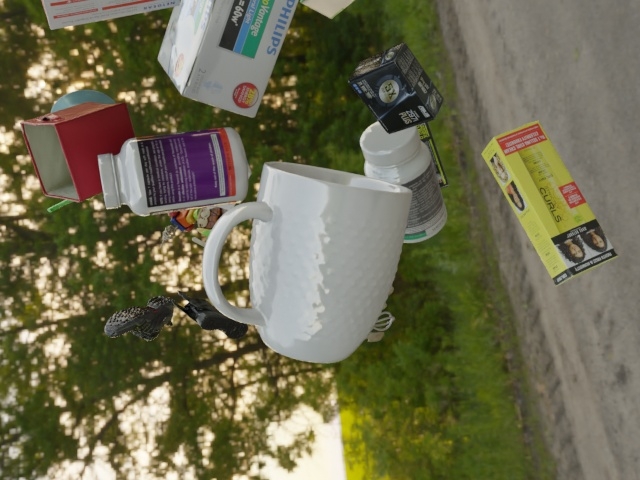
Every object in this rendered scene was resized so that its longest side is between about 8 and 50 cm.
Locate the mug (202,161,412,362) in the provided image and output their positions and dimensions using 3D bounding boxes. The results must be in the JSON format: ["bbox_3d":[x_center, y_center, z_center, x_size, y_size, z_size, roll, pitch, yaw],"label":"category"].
[{"bbox_3d":[-0.037,0.040,1.234,0.276,0.374,0.328,25,107,53],"label":"mug"}]

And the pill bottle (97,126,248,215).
[{"bbox_3d":[-0.338,-0.157,1.583,0.181,0.323,0.181,171,90,-74],"label":"pill bottle"}]

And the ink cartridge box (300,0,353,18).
[{"bbox_3d":[0.067,-0.840,2.031,0.211,0.121,0.289,0,69,70],"label":"ink cartridge box"}]

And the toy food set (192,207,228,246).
[{"bbox_3d":[-0.321,-0.068,2.075,0.038,0.132,0.192,24,-92,-64],"label":"toy food set"}]

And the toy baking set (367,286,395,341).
[{"bbox_3d":[0.111,0.207,1.773,0.030,0.197,0.256,49,153,42],"label":"toy baking set"}]

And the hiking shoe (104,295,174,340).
[{"bbox_3d":[-0.500,0.242,1.929,0.227,0.086,0.114,-23,-61,-45],"label":"hiking shoe"}]

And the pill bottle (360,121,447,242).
[{"bbox_3d":[0.252,-0.182,2.085,0.204,0.204,0.361,-96,-14,-48],"label":"pill bottle"}]

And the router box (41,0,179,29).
[{"bbox_3d":[-0.500,-0.644,1.611,0.301,0.335,0.082,129,122,-69],"label":"router box"}]

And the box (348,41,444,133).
[{"bbox_3d":[0.180,-0.357,1.629,0.180,0.147,0.077,48,-128,-28],"label":"box"}]

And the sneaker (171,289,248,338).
[{"bbox_3d":[-0.235,0.160,1.476,0.089,0.051,0.170,37,-172,40],"label":"sneaker"}]

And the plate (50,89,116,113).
[{"bbox_3d":[-0.668,-0.348,1.949,0.188,0.188,0.024,85,164,-54],"label":"plate"}]

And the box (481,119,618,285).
[{"bbox_3d":[0.333,-0.056,1.004,0.058,0.087,0.232,107,141,-70],"label":"box"}]

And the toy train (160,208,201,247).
[{"bbox_3d":[-0.452,-0.077,2.372,0.105,0.143,0.248,47,-129,-35],"label":"toy train"}]

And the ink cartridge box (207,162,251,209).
[{"bbox_3d":[-0.259,-0.154,1.809,0.143,0.090,0.092,-59,29,23],"label":"ink cartridge box"}]

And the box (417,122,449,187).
[{"bbox_3d":[0.313,-0.285,2.431,0.060,0.216,0.270,-15,-95,-79],"label":"box"}]

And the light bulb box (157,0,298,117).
[{"bbox_3d":[-0.275,-0.591,1.940,0.358,0.225,0.361,-67,32,19],"label":"light bulb box"}]

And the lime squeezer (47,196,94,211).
[{"bbox_3d":[-0.789,-0.183,2.366,0.059,0.110,0.310,55,-130,-16],"label":"lime squeezer"}]

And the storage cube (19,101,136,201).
[{"bbox_3d":[-0.572,-0.219,1.659,0.193,0.183,0.215,-32,-60,-40],"label":"storage cube"}]
